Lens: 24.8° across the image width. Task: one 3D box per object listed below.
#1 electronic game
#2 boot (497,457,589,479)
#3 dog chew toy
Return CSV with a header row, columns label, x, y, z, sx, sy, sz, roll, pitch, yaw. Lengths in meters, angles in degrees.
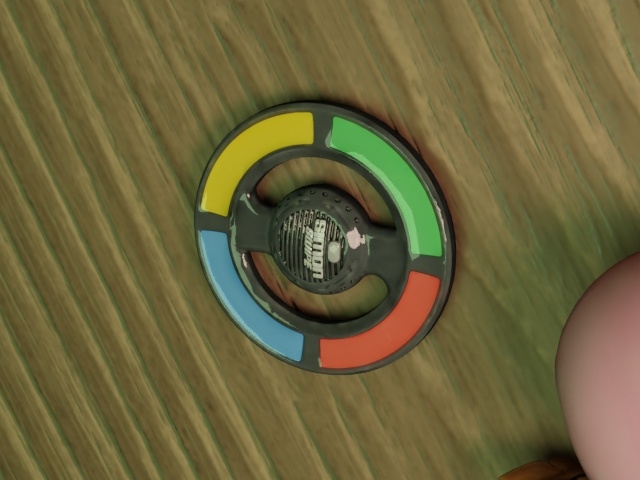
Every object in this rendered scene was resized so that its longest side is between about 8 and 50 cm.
label,x,y,z,sx,sy,sz,roll,pitch,yaw
electronic game,0.000,0.000,1.171,0.229,0.048,0.229,8,109,24
boot,0.242,0.210,1.096,0.152,0.197,0.073,27,104,57
dog chew toy,0.328,0.074,0.955,0.332,0.206,0.206,-21,96,22
